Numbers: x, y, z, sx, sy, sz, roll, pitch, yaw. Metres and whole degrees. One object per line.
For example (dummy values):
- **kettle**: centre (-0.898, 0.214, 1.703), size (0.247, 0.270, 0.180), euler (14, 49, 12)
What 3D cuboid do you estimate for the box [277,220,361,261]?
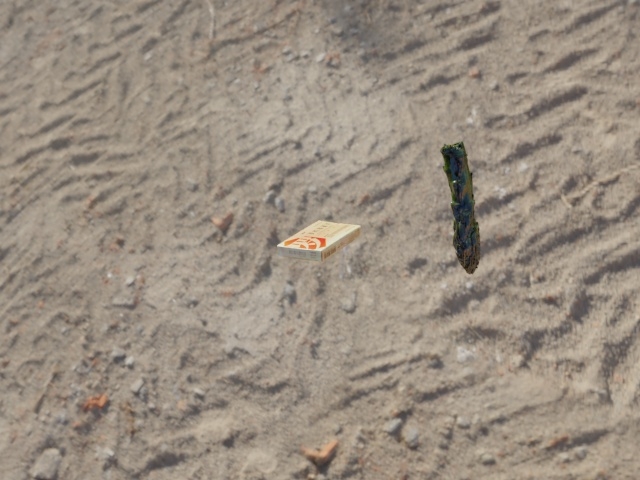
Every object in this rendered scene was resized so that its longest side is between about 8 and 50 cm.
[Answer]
- **box**: centre (0.000, 0.000, 0.836), size (0.058, 0.015, 0.093), euler (9, 23, 29)

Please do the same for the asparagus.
- **asparagus**: centre (0.173, -0.038, 0.903), size (0.036, 0.030, 0.165), euler (-7, 93, 3)
